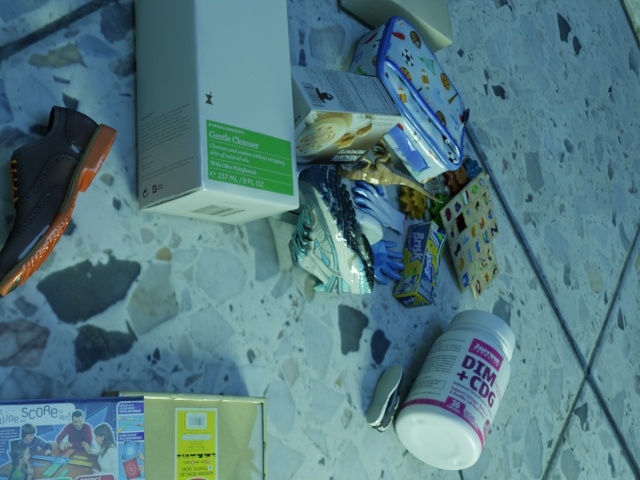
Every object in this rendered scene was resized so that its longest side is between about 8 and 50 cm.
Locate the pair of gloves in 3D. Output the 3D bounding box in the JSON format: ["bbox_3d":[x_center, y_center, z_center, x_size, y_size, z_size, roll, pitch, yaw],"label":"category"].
[{"bbox_3d":[0.111,-0.021,1.590,0.159,0.023,0.198,31,58,-40],"label":"pair of gloves"}]

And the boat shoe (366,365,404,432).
[{"bbox_3d":[0.122,0.283,1.498,0.038,0.046,0.125,47,51,-29],"label":"boat shoe"}]

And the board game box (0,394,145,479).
[{"bbox_3d":[-0.308,0.255,0.996,0.201,0.035,0.136,6,74,-35],"label":"board game box"}]

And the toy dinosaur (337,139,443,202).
[{"bbox_3d":[0.124,-0.128,1.593,0.211,0.064,0.112,10,64,-16],"label":"toy dinosaur"}]

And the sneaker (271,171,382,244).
[{"bbox_3d":[0.013,-0.061,1.432,0.258,0.094,0.091,24,49,-43],"label":"sneaker"}]

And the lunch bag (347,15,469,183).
[{"bbox_3d":[0.180,-0.267,1.644,0.303,0.115,0.243,46,39,-29],"label":"lunch bag"}]

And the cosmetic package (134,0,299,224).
[{"bbox_3d":[-0.157,-0.221,1.244,0.197,0.155,0.366,7,76,-46],"label":"cosmetic package"}]

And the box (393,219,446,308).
[{"bbox_3d":[0.195,0.046,1.638,0.054,0.059,0.169,42,51,-34],"label":"box"}]

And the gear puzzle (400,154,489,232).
[{"bbox_3d":[0.273,-0.103,1.779,0.339,0.044,0.176,-5,83,-49],"label":"gear puzzle"}]

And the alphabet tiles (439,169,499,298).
[{"bbox_3d":[0.334,-0.004,1.809,0.198,0.009,0.237,-40,121,-42],"label":"alphabet tiles"}]

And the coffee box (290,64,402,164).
[{"bbox_3d":[0.004,-0.207,1.419,0.246,0.141,0.098,-6,61,-50],"label":"coffee box"}]

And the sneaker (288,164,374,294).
[{"bbox_3d":[0.000,0.000,1.335,0.283,0.122,0.110,66,19,-45],"label":"sneaker"}]

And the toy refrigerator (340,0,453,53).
[{"bbox_3d":[0.154,-0.482,1.721,0.269,0.094,0.102,20,58,-45],"label":"toy refrigerator"}]

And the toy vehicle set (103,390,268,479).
[{"bbox_3d":[-0.180,0.297,1.159,0.266,0.035,0.166,14,69,-46],"label":"toy vehicle set"}]

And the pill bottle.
[{"bbox_3d":[0.262,0.271,1.573,0.160,0.160,0.283,56,44,-22],"label":"pill bottle"}]

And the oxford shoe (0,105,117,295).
[{"bbox_3d":[-0.352,-0.054,1.040,0.098,0.097,0.271,30,51,-16],"label":"oxford shoe"}]
